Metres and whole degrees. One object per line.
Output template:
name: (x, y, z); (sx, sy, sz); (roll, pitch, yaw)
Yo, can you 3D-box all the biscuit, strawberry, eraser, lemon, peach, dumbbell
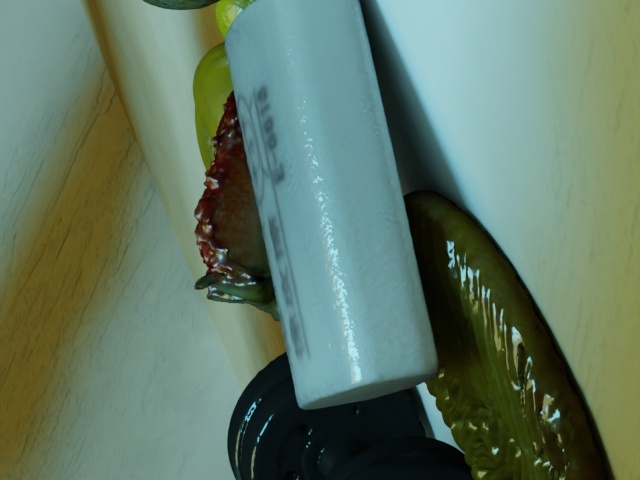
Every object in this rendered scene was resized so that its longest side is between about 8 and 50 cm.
biscuit: (0.122, 0.111, 1.278); (0.318, 0.040, 0.318); (157, 90, -80)
strawberry: (-0.022, -0.024, 1.399); (0.087, 0.167, 0.208); (-39, 32, 54)
eraser: (0.005, -0.026, 1.250); (0.174, 0.094, 0.270); (139, 120, -74)
lemon: (-0.053, -0.184, 1.442); (0.083, 0.062, 0.062); (90, 154, -60)
peach: (-0.047, -0.087, 1.528); (0.179, 0.103, 0.179); (60, 170, 18)
dumbbell: (0.040, 0.218, 1.570); (0.388, 0.185, 0.185); (45, 157, 63)

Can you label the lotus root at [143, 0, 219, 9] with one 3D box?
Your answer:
lotus root: (-0.107, -0.267, 1.319); (0.322, 0.140, 0.158); (-121, 27, -64)
